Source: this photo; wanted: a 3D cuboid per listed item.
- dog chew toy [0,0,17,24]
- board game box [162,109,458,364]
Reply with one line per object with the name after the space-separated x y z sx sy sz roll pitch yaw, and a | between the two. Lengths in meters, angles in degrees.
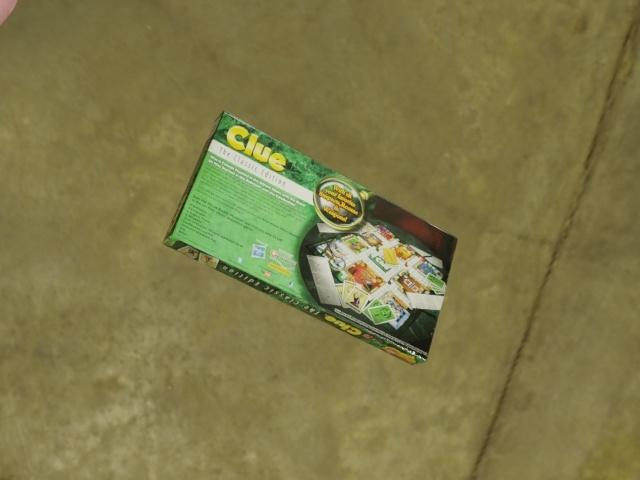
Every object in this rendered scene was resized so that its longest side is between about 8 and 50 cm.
-0.296 -0.220 0.598 0.207 0.332 0.206 -6 110 -16 | dog chew toy
0.000 0.000 0.820 0.260 0.030 0.136 28 64 -16 | board game box
